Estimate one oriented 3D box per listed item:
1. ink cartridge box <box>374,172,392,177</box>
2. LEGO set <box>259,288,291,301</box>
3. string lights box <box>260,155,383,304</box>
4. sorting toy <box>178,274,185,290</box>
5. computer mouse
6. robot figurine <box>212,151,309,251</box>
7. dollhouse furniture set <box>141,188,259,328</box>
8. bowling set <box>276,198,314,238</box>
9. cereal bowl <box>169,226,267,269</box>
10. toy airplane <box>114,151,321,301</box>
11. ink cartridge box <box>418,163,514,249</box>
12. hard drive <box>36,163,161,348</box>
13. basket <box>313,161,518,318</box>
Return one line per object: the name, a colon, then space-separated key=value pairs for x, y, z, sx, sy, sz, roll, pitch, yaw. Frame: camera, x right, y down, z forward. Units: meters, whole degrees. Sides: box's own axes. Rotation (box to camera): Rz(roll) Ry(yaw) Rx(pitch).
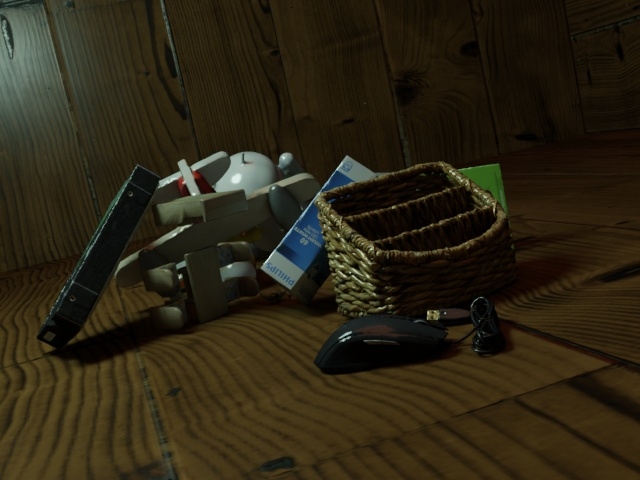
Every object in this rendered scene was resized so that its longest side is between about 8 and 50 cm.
ink cartridge box: x=0.189 y=-0.079 z=1.991 sx=0.069 sy=0.175 sz=0.371 roll=-13 pitch=8 yaw=-14
LEGO set: x=-0.080 y=0.115 z=1.611 sx=0.083 sy=0.023 sz=0.054 roll=6 pitch=17 yaw=23
string lights box: x=0.012 y=-0.015 z=1.490 sx=0.259 sy=0.077 sz=0.133 roll=-53 pitch=-19 yaw=-6
sorting toy: x=-0.365 y=0.113 z=1.980 sx=0.075 sy=0.044 sz=0.083 roll=-22 pitch=11 yaw=-15
computer mouse: x=0.124 y=0.117 z=1.121 sx=0.262 sy=0.060 sz=0.184 roll=-9 pitch=9 yaw=17
robot figurine: x=-0.162 y=-0.103 z=2.153 sx=0.300 sy=0.353 sz=0.200 roll=-44 pitch=48 yaw=0
dollhouse furniture set: x=-0.216 y=0.034 z=1.559 sx=0.161 sy=0.242 sz=0.212 roll=-4 pitch=11 yaw=41
bowling set: x=0.000 y=0.000 z=1.979 sx=0.287 sy=0.154 sz=0.200 roll=-6 pitch=33 yaw=26
cereal bowl: x=-0.321 y=-0.002 z=2.363 sx=0.339 sy=0.141 sz=0.339 roll=-11 pitch=9 yaw=2
toy airplane: x=-0.224 y=-0.012 z=1.808 sx=0.384 sy=0.272 sz=0.386 roll=-2 pitch=-34 yaw=-44
ink cartridge box: x=0.242 y=-0.047 z=1.631 sx=0.255 sy=0.188 sz=0.097 roll=-6 pitch=9 yaw=34
hard drive: x=-0.434 y=0.036 z=1.580 sx=0.064 sy=0.338 sz=0.237 roll=30 pitch=-29 yaw=-16
basket: x=0.171 y=-0.008 z=1.353 sx=0.299 sy=0.223 sz=0.213 roll=-15 pitch=8 yaw=-27
